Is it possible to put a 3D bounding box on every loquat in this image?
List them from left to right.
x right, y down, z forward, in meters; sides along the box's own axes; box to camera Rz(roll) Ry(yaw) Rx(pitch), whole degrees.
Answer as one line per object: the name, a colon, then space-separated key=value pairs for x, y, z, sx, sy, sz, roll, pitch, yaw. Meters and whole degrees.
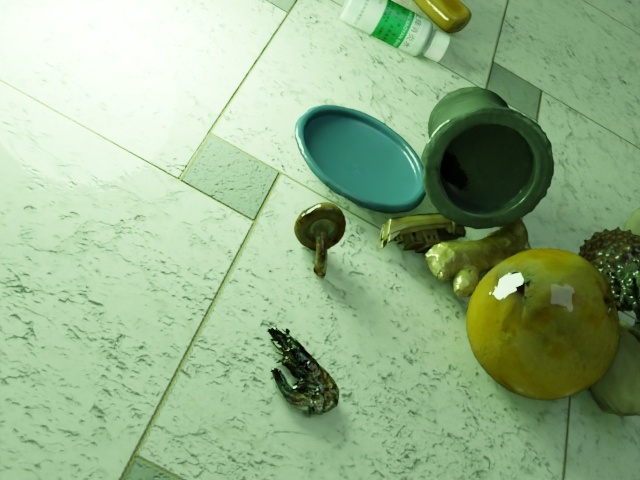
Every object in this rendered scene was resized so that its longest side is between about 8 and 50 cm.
loquat: x=0.383 y=0.142 z=1.508 sx=0.263 sy=0.263 sz=0.263 roll=17 pitch=45 yaw=-18

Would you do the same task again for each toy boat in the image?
toy boat: x=0.192 y=-0.009 z=1.652 sx=0.206 sy=0.064 sz=0.072 roll=-7 pitch=73 yaw=-37

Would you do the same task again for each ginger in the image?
ginger: x=0.310 y=0.018 z=1.663 sx=0.298 sy=0.065 sz=0.118 roll=-26 pitch=68 yaw=-43

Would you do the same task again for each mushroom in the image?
mushroom: x=-0.004 y=-0.001 z=1.519 sx=0.088 sy=0.073 sz=0.130 roll=8 pitch=86 yaw=-22

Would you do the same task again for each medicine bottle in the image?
medicine bottle: x=0.177 y=-0.505 z=2.063 sx=0.260 sy=0.095 sz=0.095 roll=23 pitch=44 yaw=-12

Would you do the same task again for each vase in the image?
vase: x=0.316 y=-0.188 z=1.732 sx=0.245 sy=0.245 sz=0.291 roll=27 pitch=24 yaw=-8

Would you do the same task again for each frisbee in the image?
frisbee: x=0.076 y=-0.152 z=1.714 sx=0.289 sy=0.049 sz=0.290 roll=19 pitch=41 yaw=-17

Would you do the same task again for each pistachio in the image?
pistachio: x=0.538 y=0.230 z=1.589 sx=0.126 sy=0.152 sz=0.223 roll=10 pitch=29 yaw=-19

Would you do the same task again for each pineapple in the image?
pineapple: x=0.578 y=0.067 z=1.645 sx=0.175 sy=0.175 sz=0.361 roll=37 pitch=8 yaw=3

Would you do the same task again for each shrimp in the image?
shrimp: x=-0.037 y=0.197 z=1.341 sx=0.091 sy=0.034 sz=0.161 roll=-26 pitch=70 yaw=-43

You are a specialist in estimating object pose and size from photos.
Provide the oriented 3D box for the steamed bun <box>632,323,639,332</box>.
steamed bun: x=0.707 y=0.239 z=1.680 sx=0.164 sy=0.146 sz=0.242 roll=19 pitch=45 yaw=-10

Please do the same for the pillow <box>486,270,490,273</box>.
pillow: x=0.422 y=0.103 z=1.693 sx=0.208 sy=0.053 sz=0.119 roll=7 pitch=41 yaw=-18

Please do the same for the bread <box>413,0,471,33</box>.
bread: x=0.280 y=-0.622 z=2.246 sx=0.092 sy=0.074 sz=0.239 roll=-29 pitch=68 yaw=-27

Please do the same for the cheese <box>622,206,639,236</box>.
cheese: x=0.794 y=-0.017 z=1.924 sx=0.247 sy=0.251 sz=0.174 roll=6 pitch=47 yaw=-7
